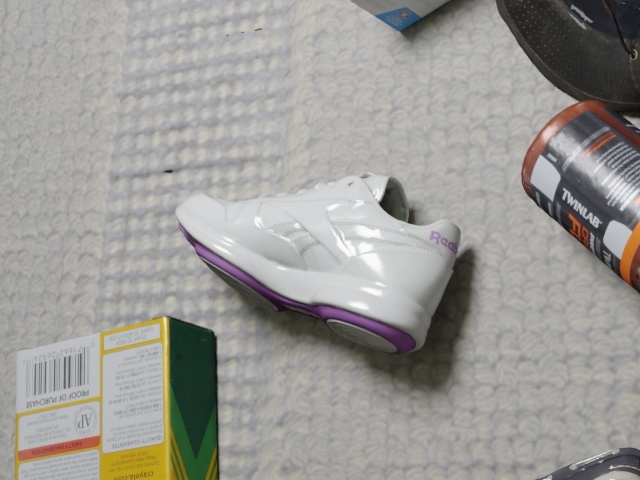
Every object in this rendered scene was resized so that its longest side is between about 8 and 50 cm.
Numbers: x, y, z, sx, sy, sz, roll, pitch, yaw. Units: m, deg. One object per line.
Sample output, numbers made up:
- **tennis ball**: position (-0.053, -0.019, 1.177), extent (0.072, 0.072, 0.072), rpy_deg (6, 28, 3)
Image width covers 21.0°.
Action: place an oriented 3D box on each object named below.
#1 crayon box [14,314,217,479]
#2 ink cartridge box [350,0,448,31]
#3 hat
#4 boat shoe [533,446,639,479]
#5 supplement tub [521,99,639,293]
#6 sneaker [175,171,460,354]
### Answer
- **crayon box**: position (-0.201, 0.253, 1.682), extent (0.203, 0.083, 0.323), rpy_deg (-14, 68, 32)
- **ink cartridge box**: position (0.095, -0.280, 1.618), extent (0.143, 0.092, 0.090), rpy_deg (-30, 60, 24)
- **hat**: position (0.267, -0.269, 1.446), extent (0.134, 0.331, 0.331), rpy_deg (-34, 48, -26)
- **boat shoe**: position (0.191, 0.232, 1.433), extent (0.206, 0.075, 0.065), rpy_deg (-32, 17, 31)
- **supplement tub**: position (0.262, -0.024, 1.413), extent (0.106, 0.106, 0.198), rpy_deg (-53, 53, 11)
- **sneaker**: position (0.000, 0.000, 1.612), extent (0.305, 0.114, 0.152), rpy_deg (21, 76, 34)
